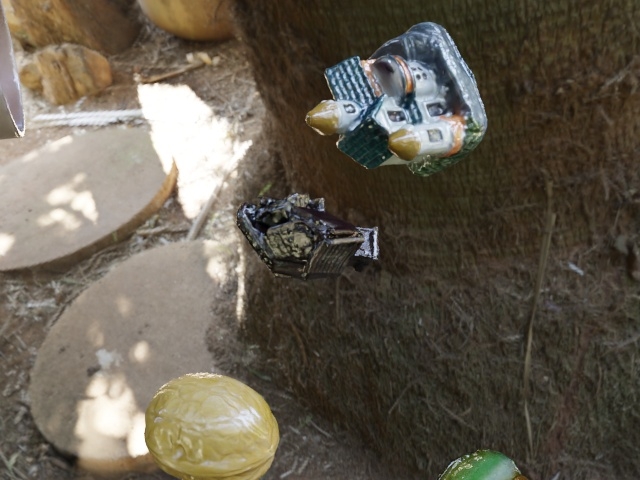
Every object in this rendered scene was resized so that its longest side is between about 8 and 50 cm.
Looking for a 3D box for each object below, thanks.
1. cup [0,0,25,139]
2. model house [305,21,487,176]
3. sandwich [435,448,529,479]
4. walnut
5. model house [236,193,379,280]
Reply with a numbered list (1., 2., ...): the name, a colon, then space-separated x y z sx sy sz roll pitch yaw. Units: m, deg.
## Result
1. cup: -0.402 -0.203 0.541 0.201 0.252 0.191 -10 41 -18
2. model house: 0.117 -0.248 1.109 0.301 0.190 0.271 -15 82 -36
3. sandwich: 0.183 0.276 0.397 0.301 0.162 0.250 -16 29 39
4. walnut: -0.155 0.271 0.868 0.207 0.159 0.159 11 50 23
5. model house: 0.001 -0.009 0.925 0.164 0.203 0.141 -21 78 29
